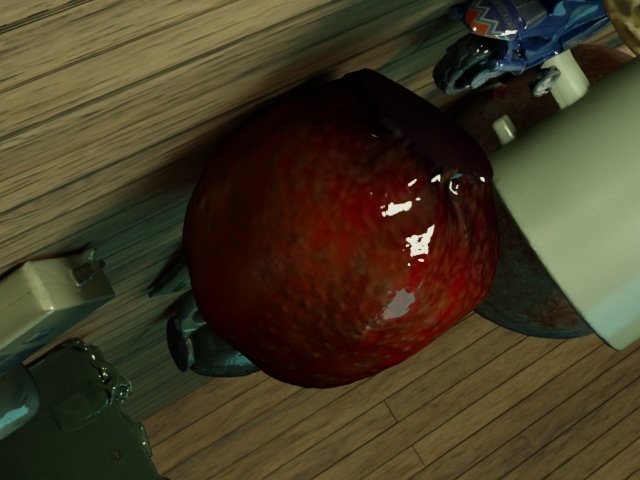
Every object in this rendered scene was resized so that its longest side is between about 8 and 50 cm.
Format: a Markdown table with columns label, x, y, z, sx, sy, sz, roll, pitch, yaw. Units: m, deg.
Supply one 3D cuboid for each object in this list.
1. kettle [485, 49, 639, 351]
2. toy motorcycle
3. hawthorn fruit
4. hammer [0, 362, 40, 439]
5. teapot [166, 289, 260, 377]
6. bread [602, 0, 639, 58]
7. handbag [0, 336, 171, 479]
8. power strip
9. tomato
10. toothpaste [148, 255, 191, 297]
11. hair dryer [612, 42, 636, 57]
| label | x | y | z | sx | sy | sz | roll | pitch | yaw |
| --- | --- | --- | --- | --- | --- | --- | --- | --- | --- |
| kettle | 0.308 | -0.098 | 1.118 | 0.318 | 0.265 | 0.205 | -35 | 152 | 16 |
| toy motorcycle | 0.172 | -0.170 | 0.974 | 0.205 | 0.076 | 0.114 | -27 | 164 | -23 |
| hawthorn fruit | 0.000 | 0.000 | 0.918 | 0.250 | 0.215 | 0.215 | -29 | 177 | 37 |
| hammer | -0.283 | 0.153 | 1.059 | 0.116 | 0.069 | 0.194 | -32 | -167 | -5 |
| teapot | -0.120 | 0.108 | 1.544 | 0.108 | 0.111 | 0.149 | -14 | 172 | -25 |
| bread | 0.289 | -0.218 | 0.699 | 0.314 | 0.171 | 0.192 | -33 | 177 | 23 |
| handbag | -0.272 | 0.257 | 1.298 | 0.260 | 0.247 | 0.079 | -30 | 168 | -3 |
| power strip | -0.299 | 0.112 | 0.976 | 0.367 | 0.043 | 0.106 | -34 | 174 | 17 |
| tomato | 0.249 | -0.050 | 1.391 | 0.317 | 0.282 | 0.316 | -37 | 164 | -13 |
| toothpaste | -0.111 | 0.021 | 1.226 | 0.064 | 0.041 | 0.218 | -18 | 171 | -21 |
| hair dryer | 0.354 | -0.206 | 1.566 | 0.344 | 0.106 | 0.189 | -23 | 175 | -3 |
